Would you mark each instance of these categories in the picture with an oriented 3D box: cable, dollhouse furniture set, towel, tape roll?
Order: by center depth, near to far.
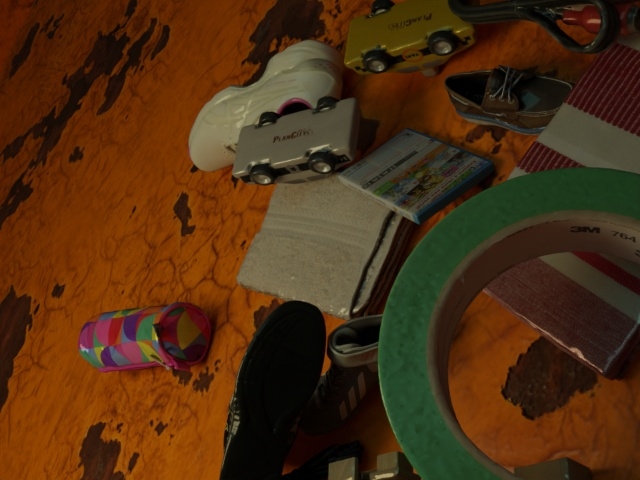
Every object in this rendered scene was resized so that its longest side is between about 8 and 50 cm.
[{"bbox_3d":[0.211,0.097,0.741,0.321,0.077,0.321,-7,65,14],"label":"tape roll"},{"bbox_3d":[0.120,0.246,0.794,0.182,0.161,0.101,-25,49,38],"label":"dollhouse furniture set"},{"bbox_3d":[0.294,-0.053,0.886,0.329,0.037,0.237,-55,42,5],"label":"towel"},{"bbox_3d":[0.254,-0.254,0.995,0.287,0.072,0.139,3,77,55],"label":"cable"},{"bbox_3d":[0.000,0.000,1.186,0.282,0.049,0.187,11,74,51],"label":"towel"}]

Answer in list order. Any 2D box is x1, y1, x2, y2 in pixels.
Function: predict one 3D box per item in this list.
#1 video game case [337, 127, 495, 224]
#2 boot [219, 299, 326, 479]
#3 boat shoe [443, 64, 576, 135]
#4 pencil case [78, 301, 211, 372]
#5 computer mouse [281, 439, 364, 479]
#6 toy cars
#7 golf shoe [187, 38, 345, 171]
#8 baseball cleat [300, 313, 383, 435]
[{"bbox_3d":[0.112,-0.082,1.093,0.119,0.015,0.166,-35,35,-17],"label":"video game case"},{"bbox_3d":[-0.061,0.174,1.034,0.178,0.085,0.236,-152,79,-85],"label":"boot"},{"bbox_3d":[0.214,-0.164,1.035,0.183,0.066,0.066,8,71,49],"label":"boat shoe"},{"bbox_3d":[-0.265,0.148,1.349,0.236,0.104,0.104,-10,59,47],"label":"pencil case"},{"bbox_3d":[-0.044,0.320,0.929,0.188,0.072,0.272,-38,20,20],"label":"computer mouse"},{"bbox_3d":[0.056,-0.190,1.189,0.394,0.087,0.176,-44,46,6],"label":"toy cars"},{"bbox_3d":[-0.089,-0.172,1.353,0.306,0.115,0.140,-33,48,32],"label":"golf shoe"},{"bbox_3d":[0.025,0.143,1.013,0.206,0.109,0.072,-45,45,22],"label":"baseball cleat"}]
